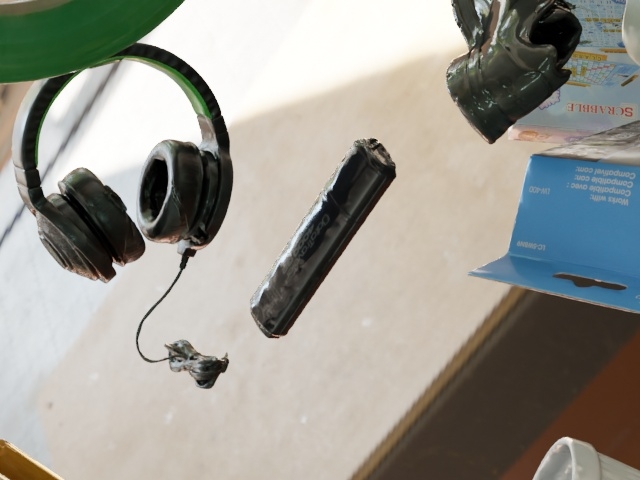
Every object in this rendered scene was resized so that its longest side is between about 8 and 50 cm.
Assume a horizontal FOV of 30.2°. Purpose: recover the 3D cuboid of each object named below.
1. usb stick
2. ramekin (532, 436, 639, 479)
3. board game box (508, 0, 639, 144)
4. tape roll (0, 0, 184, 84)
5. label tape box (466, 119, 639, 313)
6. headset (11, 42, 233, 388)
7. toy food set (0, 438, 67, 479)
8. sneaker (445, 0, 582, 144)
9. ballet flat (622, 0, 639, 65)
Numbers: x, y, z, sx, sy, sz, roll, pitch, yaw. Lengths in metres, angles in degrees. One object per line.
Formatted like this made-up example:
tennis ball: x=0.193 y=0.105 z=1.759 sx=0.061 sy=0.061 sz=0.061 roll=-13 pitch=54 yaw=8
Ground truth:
usb stick: x=0.000 y=0.000 z=1.416 sx=0.278 sy=0.045 sz=0.077 roll=-56 pitch=45 yaw=25
ramekin: x=0.210 y=0.266 z=0.918 sx=0.207 sy=0.109 sz=0.207 roll=18 pitch=-90 yaw=-87
board game box: x=0.475 y=-0.306 z=1.941 sx=0.066 sy=0.319 sz=0.318 roll=86 pitch=-170 yaw=-73
tape roll: x=-0.201 y=-0.257 z=0.706 sx=0.321 sy=0.321 sz=0.077 roll=-62 pitch=26 yaw=6
label tape box: x=0.339 y=-0.037 z=1.178 sx=0.241 sy=0.334 sz=0.105 roll=12 pitch=112 yaw=44
headset: x=-0.197 y=-0.027 z=1.348 sx=0.185 sy=0.243 sz=0.394 roll=22 pitch=128 yaw=59
toy food set: x=-0.211 y=0.205 z=0.645 sx=0.111 sy=0.104 sz=0.232 roll=-30 pitch=27 yaw=49
sneaker: x=0.210 y=-0.218 z=1.243 sx=0.130 sy=0.109 sz=0.286 roll=-28 pitch=35 yaw=29
ballet flat: x=0.421 y=-0.321 z=1.103 sx=0.400 sy=0.139 sz=0.139 roll=-60 pitch=36 yaw=21
